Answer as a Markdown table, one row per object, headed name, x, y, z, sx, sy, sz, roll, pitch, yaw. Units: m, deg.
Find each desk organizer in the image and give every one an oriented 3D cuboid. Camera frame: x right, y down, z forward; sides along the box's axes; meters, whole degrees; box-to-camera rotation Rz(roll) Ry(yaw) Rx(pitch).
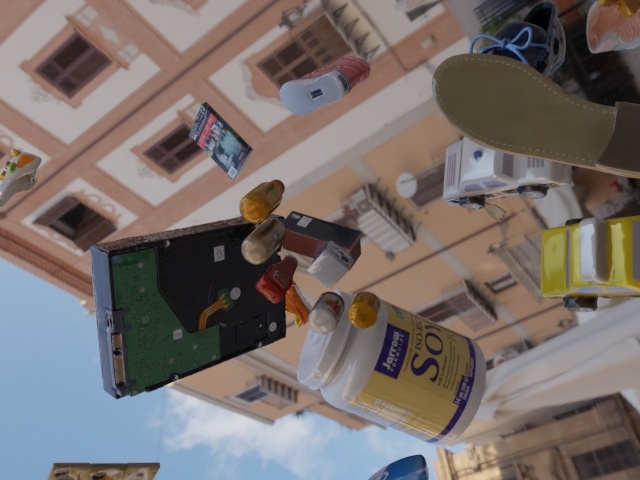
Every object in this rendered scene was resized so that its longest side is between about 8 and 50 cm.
| name | x | y | z | sx | sy | sz | roll | pitch | yaw |
| --- | --- | --- | --- | --- | --- | --- | --- | --- | --- |
| desk organizer | 0.000 | 0.000 | 0.966 | 0.047 | 0.130 | 0.050 | -53 | -30 | -38 |

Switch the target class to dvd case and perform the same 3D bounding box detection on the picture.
| name | x | y | z | sx | sy | sz | roll | pitch | yaw |
| --- | --- | --- | --- | --- | --- | --- | --- | --- | --- |
| dvd case | -0.176 | -0.173 | 1.040 | 0.119 | 0.087 | 0.013 | 46 | -131 | 5 |

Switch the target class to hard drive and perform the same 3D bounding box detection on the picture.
| name | x | y | z | sx | sy | sz | roll | pitch | yaw |
| --- | --- | --- | --- | --- | --- | --- | --- | --- | --- |
| hard drive | -0.198 | 0.093 | 0.974 | 0.338 | 0.064 | 0.237 | -16 | -69 | -45 |

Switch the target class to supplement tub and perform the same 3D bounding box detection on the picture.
| name | x | y | z | sx | sy | sz | roll | pitch | yaw |
| --- | --- | --- | --- | --- | --- | --- | --- | --- | --- |
| supplement tub | 0.143 | 0.257 | 1.228 | 0.331 | 0.241 | 0.241 | 24 | -146 | -11 |

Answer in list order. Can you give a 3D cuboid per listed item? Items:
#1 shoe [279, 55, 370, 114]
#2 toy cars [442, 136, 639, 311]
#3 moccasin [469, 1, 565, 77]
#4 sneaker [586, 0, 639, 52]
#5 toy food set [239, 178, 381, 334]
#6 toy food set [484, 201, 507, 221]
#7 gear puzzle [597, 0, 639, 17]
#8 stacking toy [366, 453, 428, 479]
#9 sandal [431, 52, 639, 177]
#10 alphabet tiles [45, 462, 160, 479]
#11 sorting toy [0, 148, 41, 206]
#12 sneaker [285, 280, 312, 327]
| name | x | y | z | sx | sy | sz | roll | pitch | yaw |
| --- | --- | --- | --- | --- | --- | --- | --- | --- | --- |
| shoe | 0.007 | -0.270 | 1.032 | 0.081 | 0.177 | 0.064 | -39 | -67 | -30 |
| toy cars | 0.258 | -0.044 | 0.684 | 0.087 | 0.177 | 0.394 | 15 | -153 | -35 |
| moccasin | 0.314 | -0.305 | 0.983 | 0.342 | 0.137 | 0.117 | -49 | -46 | -45 |
| sneaker | 0.508 | -0.350 | 0.906 | 0.302 | 0.120 | 0.108 | -59 | -38 | -74 |
| toy food set | -0.018 | 0.027 | 0.802 | 0.232 | 0.111 | 0.104 | 40 | -154 | -3 |
| toy food set | 0.346 | -0.141 | 1.121 | 0.132 | 0.192 | 0.038 | 38 | -136 | 16 |
| gear puzzle | 0.379 | -0.244 | 0.548 | 0.044 | 0.338 | 0.176 | 136 | 121 | -72 |
| stacking toy | 0.139 | 0.404 | 0.641 | 0.302 | 0.175 | 0.166 | 47 | 180 | 13 |
| sandal | 0.225 | -0.111 | 0.583 | 0.239 | 0.088 | 0.079 | 25 | -177 | 27 |
| alphabet tiles | -0.414 | 0.492 | 1.012 | 0.285 | 0.343 | 0.011 | 14 | -152 | -32 |
| sorting toy | -0.444 | -0.085 | 0.856 | 0.044 | 0.083 | 0.075 | 30 | -118 | -19 |
| sneaker | -0.078 | 0.124 | 1.333 | 0.175 | 0.067 | 0.064 | 55 | 171 | -13 |
